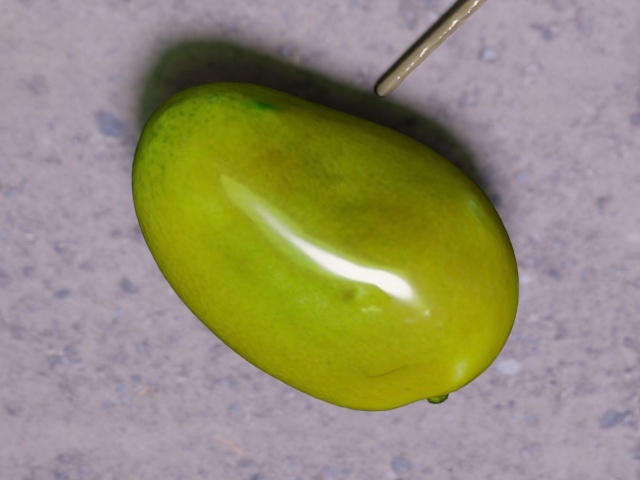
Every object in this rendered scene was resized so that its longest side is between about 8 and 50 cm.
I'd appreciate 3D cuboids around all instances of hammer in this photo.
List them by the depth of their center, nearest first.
[{"bbox_3d":[0.093,-0.160,1.008,0.060,0.028,0.195,39,117,-17],"label":"hammer"}]

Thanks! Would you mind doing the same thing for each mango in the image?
[{"bbox_3d":[-0.001,0.007,1.047,0.273,0.149,0.185,24,128,-8],"label":"mango"}]
